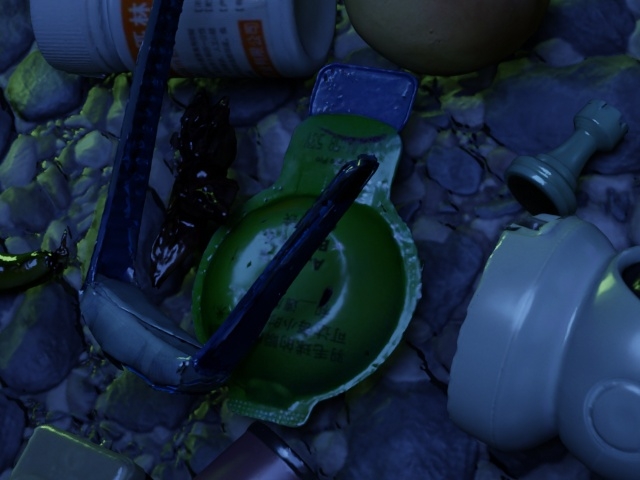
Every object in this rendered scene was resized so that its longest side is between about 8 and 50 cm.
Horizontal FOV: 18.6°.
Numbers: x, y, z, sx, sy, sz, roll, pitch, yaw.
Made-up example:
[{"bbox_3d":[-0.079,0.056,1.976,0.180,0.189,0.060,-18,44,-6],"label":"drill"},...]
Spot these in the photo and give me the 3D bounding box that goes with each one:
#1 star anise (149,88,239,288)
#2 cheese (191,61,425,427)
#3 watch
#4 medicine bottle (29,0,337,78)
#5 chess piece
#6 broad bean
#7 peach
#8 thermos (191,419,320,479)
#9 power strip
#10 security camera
[{"bbox_3d":[-0.099,-0.057,1.676,0.053,0.157,0.212,23,67,-17],"label":"star anise"},{"bbox_3d":[0.000,0.000,1.639,0.204,0.083,0.320,10,72,24],"label":"cheese"},{"bbox_3d":[-0.115,-0.039,1.590,0.276,0.068,0.274,47,114,30],"label":"watch"},{"bbox_3d":[-0.121,-0.214,1.747,0.252,0.144,0.144,3,67,21],"label":"medicine bottle"},{"bbox_3d":[0.207,-0.069,1.619,0.067,0.067,0.103,34,70,28],"label":"chess piece"},{"bbox_3d":[-0.327,0.011,1.768,0.226,0.039,0.069,8,75,20],"label":"broad bean"},{"bbox_3d":[0.112,-0.228,1.660,0.184,0.184,0.184,-7,64,15],"label":"peach"},{"bbox_3d":[-0.126,0.298,1.504,0.330,0.109,0.136,-41,74,-13],"label":"thermos"},{"bbox_3d":[-0.236,0.273,1.598,0.105,0.070,0.257,20,73,25],"label":"power strip"},{"bbox_3d":[0.233,0.095,1.462,0.236,0.194,0.194,21,74,23],"label":"security camera"}]
